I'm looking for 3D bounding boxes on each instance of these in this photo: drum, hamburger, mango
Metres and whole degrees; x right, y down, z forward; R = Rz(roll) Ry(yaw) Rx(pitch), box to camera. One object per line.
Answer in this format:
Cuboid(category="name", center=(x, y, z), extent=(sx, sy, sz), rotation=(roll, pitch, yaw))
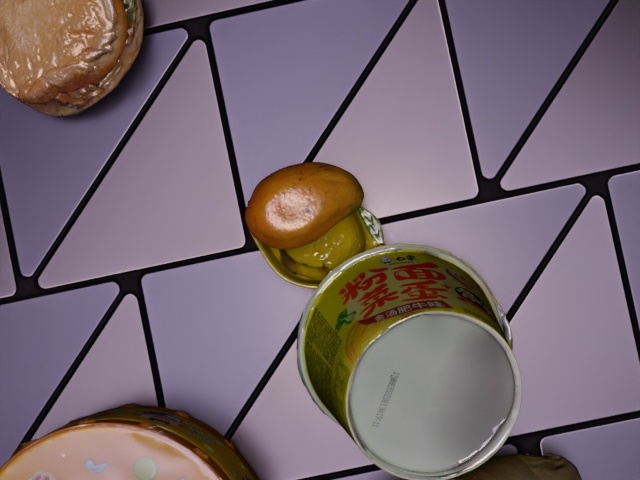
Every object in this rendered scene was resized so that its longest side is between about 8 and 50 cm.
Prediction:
Cuboid(category="drum", center=(-0.277, 0.443, 1.665), extent=(0.431, 0.214, 0.431), rotation=(0, 89, 4))
Cuboid(category="hamburger", center=(-0.379, -0.325, 1.736), extent=(0.243, 0.146, 0.286), rotation=(16, 95, 10))
Cuboid(category="mango", center=(-0.027, -0.055, 1.658), extent=(0.165, 0.089, 0.115), rotation=(-36, 79, -5))

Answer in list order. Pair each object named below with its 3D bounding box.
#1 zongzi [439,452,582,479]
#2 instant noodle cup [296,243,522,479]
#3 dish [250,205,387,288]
Cuboid(category="zongzi", center=(0.176, 0.418, 1.698), extent=(0.323, 0.360, 0.160), rotation=(-2, 66, -36))
Cuboid(category="instant noodle cup", center=(0.133, 0.173, 1.608), extent=(0.311, 0.221, 0.311), rotation=(-2, 105, -8))
Cuboid(category="dish", center=(0.000, 0.000, 1.733), extent=(0.208, 0.080, 0.148), rotation=(14, 85, 5))
